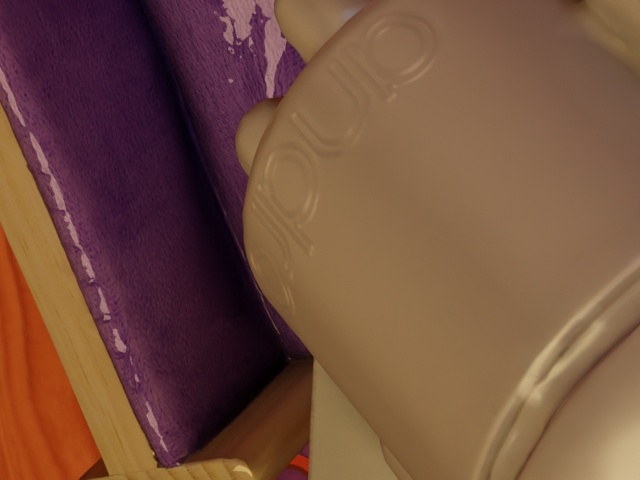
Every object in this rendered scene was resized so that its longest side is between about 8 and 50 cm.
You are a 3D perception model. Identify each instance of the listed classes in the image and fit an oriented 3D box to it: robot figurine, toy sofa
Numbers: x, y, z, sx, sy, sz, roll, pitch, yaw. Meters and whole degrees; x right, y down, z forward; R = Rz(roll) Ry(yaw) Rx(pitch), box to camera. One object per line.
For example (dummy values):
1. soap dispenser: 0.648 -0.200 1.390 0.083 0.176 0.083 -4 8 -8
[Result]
1. robot figurine: 0.105 0.022 0.744 0.353 0.200 0.300 49 139 36
2. toy sofa: -0.083 -0.057 0.962 0.177 0.150 0.362 -12 107 32

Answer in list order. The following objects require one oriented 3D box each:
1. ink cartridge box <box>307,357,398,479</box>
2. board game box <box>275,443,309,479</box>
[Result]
1. ink cartridge box: 0.118 0.048 0.903 0.239 0.060 0.275 1 84 11
2. board game box: 0.000 0.000 1.065 0.208 0.056 0.347 -14 106 37
